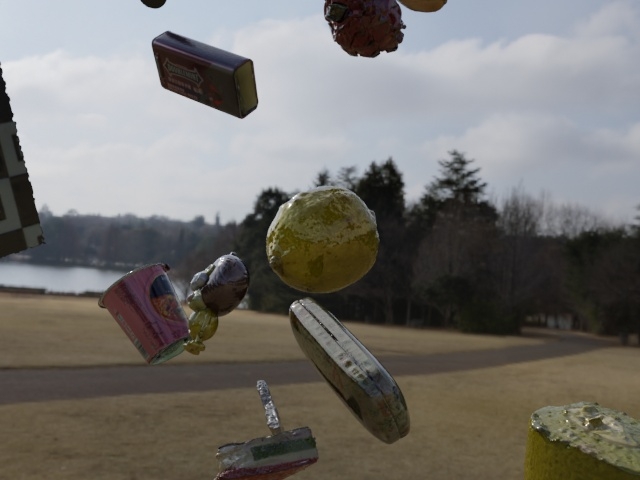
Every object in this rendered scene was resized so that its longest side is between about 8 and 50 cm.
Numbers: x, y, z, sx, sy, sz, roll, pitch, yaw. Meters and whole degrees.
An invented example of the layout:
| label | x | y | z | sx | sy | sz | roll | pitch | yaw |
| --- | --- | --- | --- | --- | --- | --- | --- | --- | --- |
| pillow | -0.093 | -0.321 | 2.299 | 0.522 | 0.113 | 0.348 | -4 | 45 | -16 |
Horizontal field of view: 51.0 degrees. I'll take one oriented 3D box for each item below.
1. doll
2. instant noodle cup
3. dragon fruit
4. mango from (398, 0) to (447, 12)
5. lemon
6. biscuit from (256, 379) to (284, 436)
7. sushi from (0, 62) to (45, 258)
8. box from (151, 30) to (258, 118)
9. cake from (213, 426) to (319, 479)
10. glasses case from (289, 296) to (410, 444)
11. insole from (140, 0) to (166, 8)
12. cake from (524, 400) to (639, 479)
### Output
| label | x | y | z | sx | sy | sz | roll | pitch | yaw |
| --- | --- | --- | --- | --- | --- | --- | --- | --- | --- |
| doll | -0.188 | 0.102 | 1.179 | 0.096 | 0.188 | 0.145 | 27 | -50 | -9 |
| instant noodle cup | -0.514 | 0.235 | 2.051 | 0.244 | 0.255 | 0.244 | -34 | -14 | -10 |
| dragon fruit | 0.136 | -0.694 | 2.103 | 0.299 | 0.244 | 0.244 | 34 | -20 | -37 |
| mango | 0.196 | -0.551 | 1.295 | 0.187 | 0.144 | 0.359 | 30 | -3 | -3 |
| lemon | 0.000 | 0.000 | 1.682 | 0.322 | 0.268 | 0.268 | -17 | 8 | -26 |
| biscuit | -0.112 | 0.452 | 1.667 | 0.032 | 0.133 | 0.250 | -22 | 19 | -7 |
| sushi | -0.487 | -0.118 | 0.665 | 0.064 | 0.359 | 0.343 | 6 | 21 | 39 |
| box | -0.230 | -0.332 | 1.336 | 0.224 | 0.120 | 0.069 | 25 | 51 | 28 |
| cake | -0.127 | 0.454 | 1.394 | 0.220 | 0.086 | 0.117 | -31 | -40 | 20 |
| glasses case | 0.045 | 0.243 | 1.320 | 0.098 | 0.156 | 0.425 | -27 | 26 | -13 |
| insole | -0.399 | -0.720 | 1.558 | 0.119 | 0.348 | 0.009 | 16 | 33 | 18 |
| cake | 0.412 | 0.331 | 0.963 | 0.179 | 0.156 | 0.260 | 2 | 6 | -38 |
